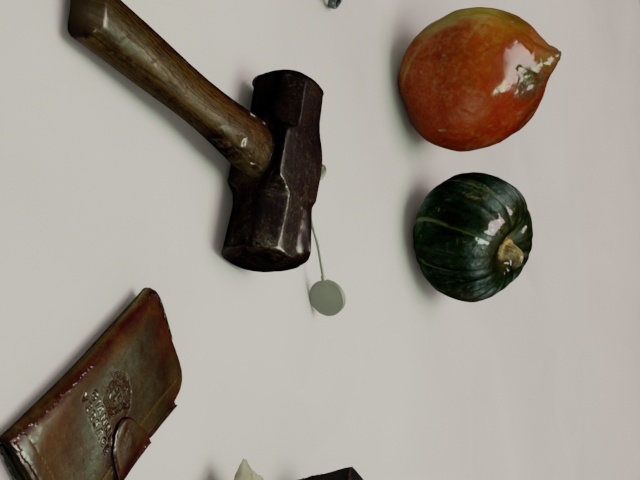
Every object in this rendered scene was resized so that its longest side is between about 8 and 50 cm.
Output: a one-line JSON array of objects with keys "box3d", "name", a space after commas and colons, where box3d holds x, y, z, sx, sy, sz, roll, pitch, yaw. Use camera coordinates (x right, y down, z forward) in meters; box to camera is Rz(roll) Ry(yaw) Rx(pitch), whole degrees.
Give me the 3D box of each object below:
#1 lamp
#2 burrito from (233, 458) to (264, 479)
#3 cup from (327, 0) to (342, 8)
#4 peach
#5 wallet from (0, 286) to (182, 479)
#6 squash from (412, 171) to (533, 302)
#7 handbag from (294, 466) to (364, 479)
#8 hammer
[{"box3d": [0.000, 0.000, 1.507, 0.056, 0.050, 0.198, -32, 113, -61], "name": "lamp"}, {"box3d": [-0.140, 0.390, 1.152, 0.392, 0.076, 0.117, -58, 135, -49], "name": "burrito"}, {"box3d": [0.034, -0.378, 1.623, 0.077, 0.078, 0.100, -51, 163, -58], "name": "cup"}, {"box3d": [0.260, -0.259, 1.820, 0.232, 0.256, 0.232, -5, 90, -66], "name": "peach"}, {"box3d": [-0.207, 0.166, 1.114, 0.255, 0.031, 0.137, -53, 131, -51], "name": "wallet"}, {"box3d": [0.246, -0.006, 1.835, 0.218, 0.172, 0.218, 16, 71, -57], "name": "squash"}, {"box3d": [0.032, 0.399, 1.393, 0.169, 0.155, 0.215, -79, 149, -54], "name": "handbag"}, {"box3d": [-0.127, -0.146, 1.260, 0.409, 0.095, 0.242, 39, 52, -50], "name": "hammer"}]
